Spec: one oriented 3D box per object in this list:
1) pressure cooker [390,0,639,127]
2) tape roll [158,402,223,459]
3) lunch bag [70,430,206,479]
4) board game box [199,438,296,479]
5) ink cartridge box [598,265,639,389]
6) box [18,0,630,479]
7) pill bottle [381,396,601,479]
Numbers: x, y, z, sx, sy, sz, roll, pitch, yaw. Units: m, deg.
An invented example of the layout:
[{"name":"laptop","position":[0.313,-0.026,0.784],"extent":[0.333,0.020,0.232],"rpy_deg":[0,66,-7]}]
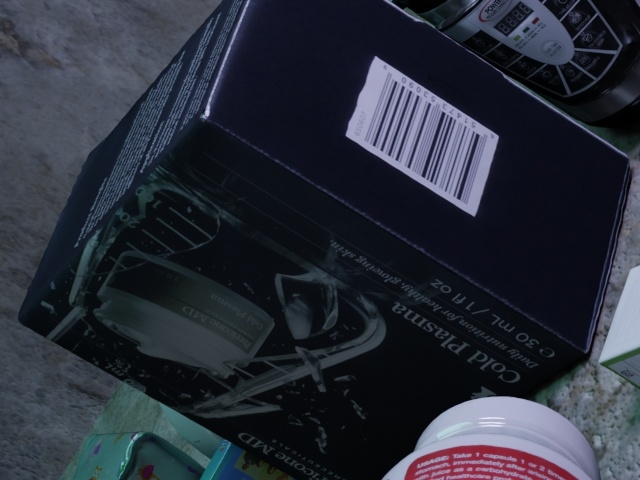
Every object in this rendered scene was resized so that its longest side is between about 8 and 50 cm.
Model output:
[{"name":"pressure cooker","position":[0.255,-0.368,2.210],"extent":[0.370,0.420,0.375],"rpy_deg":[-57,15,0]},{"name":"tape roll","position":[-0.074,0.149,2.520],"extent":[0.286,0.286,0.100],"rpy_deg":[-64,16,-21]},{"name":"lunch bag","position":[-0.186,0.360,2.504],"extent":[0.160,0.262,0.223],"rpy_deg":[-61,16,-18]},{"name":"board game box","position":[-0.037,0.260,2.414],"extent":[0.210,0.160,0.047],"rpy_deg":[-60,14,-9]},{"name":"ink cartridge box","position":[0.343,0.056,1.751],"extent":[0.209,0.062,0.109],"rpy_deg":[-33,28,59]},{"name":"box","position":[0.000,0.000,2.177],"extent":[0.472,0.480,0.297],"rpy_deg":[-42,22,49]},{"name":"pill bottle","position":[0.128,0.302,1.585],"extent":[0.229,0.229,0.408],"rpy_deg":[-51,8,28]}]
